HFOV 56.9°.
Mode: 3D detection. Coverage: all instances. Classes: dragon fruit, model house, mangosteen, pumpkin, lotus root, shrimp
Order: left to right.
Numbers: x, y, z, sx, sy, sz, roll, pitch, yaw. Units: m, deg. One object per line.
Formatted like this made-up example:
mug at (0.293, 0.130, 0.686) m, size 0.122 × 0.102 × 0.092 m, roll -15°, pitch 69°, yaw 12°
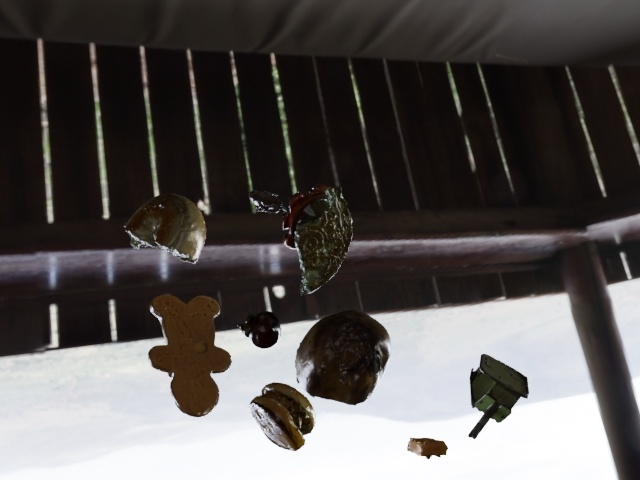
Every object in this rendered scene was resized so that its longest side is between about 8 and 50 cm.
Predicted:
mangosteen at (-0.191, 0.278, 1.856) m, size 0.140 × 0.139 × 0.140 m, roll -10°, pitch 165°, yaw -3°
shrimp at (-0.192, -0.140, 2.176) m, size 0.190 × 0.074 × 0.073 m, roll 18°, pitch -168°, yaw 34°
dragon fruit at (-0.017, -0.068, 2.176) m, size 0.269 × 0.130 × 0.295 m, roll -26°, pitch 140°, yaw -27°
lotus root at (0.065, 0.304, 1.614) m, size 0.273 × 0.272 × 0.192 m, roll -7°, pitch 147°, yaw -13°
pumpkin at (0.273, 0.533, 1.514) m, size 0.084 × 0.053 × 0.074 m, roll 4°, pitch 170°, yaw -20°
model house at (0.635, 0.610, 2.260) m, size 0.278 × 0.205 × 0.218 m, roll -62°, pitch 167°, yaw 16°

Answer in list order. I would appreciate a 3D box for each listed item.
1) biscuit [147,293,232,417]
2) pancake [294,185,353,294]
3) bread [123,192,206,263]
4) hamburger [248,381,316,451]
biscuit at (-0.330, 0.283, 1.472) m, size 0.216 × 0.339 × 0.047 m, roll 6°, pitch 139°, yaw -34°
pancake at (-0.001, 0.000, 1.936) m, size 0.198 × 0.376 × 0.054 m, roll 24°, pitch 172°, yaw -25°
bread at (-0.468, -0.046, 1.849) m, size 0.314 × 0.191 × 0.171 m, roll 8°, pitch 161°, yaw 38°
hamburger at (-0.094, 0.464, 1.558) m, size 0.182 × 0.190 × 0.118 m, roll 24°, pitch -133°, yaw 39°
